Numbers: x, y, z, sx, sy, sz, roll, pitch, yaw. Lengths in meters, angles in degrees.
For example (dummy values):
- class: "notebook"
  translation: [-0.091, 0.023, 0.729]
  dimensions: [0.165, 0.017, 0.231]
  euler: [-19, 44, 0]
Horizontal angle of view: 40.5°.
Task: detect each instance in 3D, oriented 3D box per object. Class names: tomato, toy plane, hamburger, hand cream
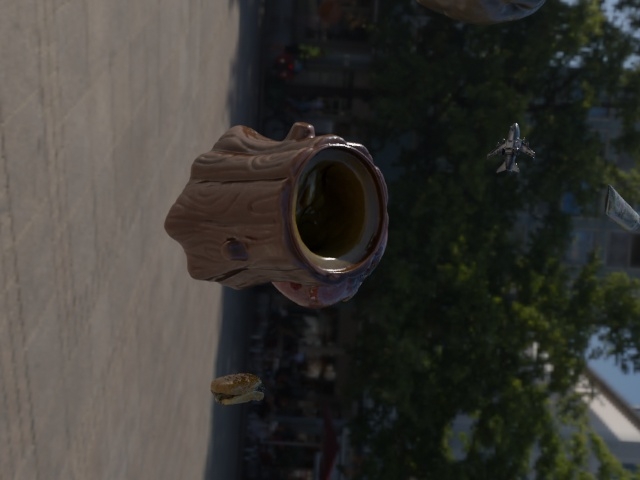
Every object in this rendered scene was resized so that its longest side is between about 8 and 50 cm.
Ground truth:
- class: "tomato"
  translation: [-0.003, 0.001, 1.489]
  dimensions: [0.232, 0.188, 0.232]
  euler: [-36, 148, -28]
- class: "toy plane"
  translation: [0.296, -0.144, 1.343]
  dimensions: [0.031, 0.078, 0.083]
  euler: [24, 73, -56]
- class: "hamburger"
  translation: [-0.135, 0.239, 1.402]
  dimensions: [0.076, 0.083, 0.044]
  euler: [-2, -85, 60]
- class: "hand cream"
  translation: [0.572, -0.054, 1.663]
  dimensions: [0.143, 0.039, 0.061]
  euler: [27, 72, -47]

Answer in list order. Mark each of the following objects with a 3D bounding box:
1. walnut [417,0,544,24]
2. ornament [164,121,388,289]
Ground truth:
- class: "walnut"
  translation: [0.148, -0.291, 0.736]
  dimensions: [0.224, 0.224, 0.224]
  euler: [-177, -90, -90]
- class: "ornament"
  translation: [-0.042, -0.042, 1.099]
  dimensions: [0.217, 0.235, 0.221]
  euler: [2, -94, 50]
